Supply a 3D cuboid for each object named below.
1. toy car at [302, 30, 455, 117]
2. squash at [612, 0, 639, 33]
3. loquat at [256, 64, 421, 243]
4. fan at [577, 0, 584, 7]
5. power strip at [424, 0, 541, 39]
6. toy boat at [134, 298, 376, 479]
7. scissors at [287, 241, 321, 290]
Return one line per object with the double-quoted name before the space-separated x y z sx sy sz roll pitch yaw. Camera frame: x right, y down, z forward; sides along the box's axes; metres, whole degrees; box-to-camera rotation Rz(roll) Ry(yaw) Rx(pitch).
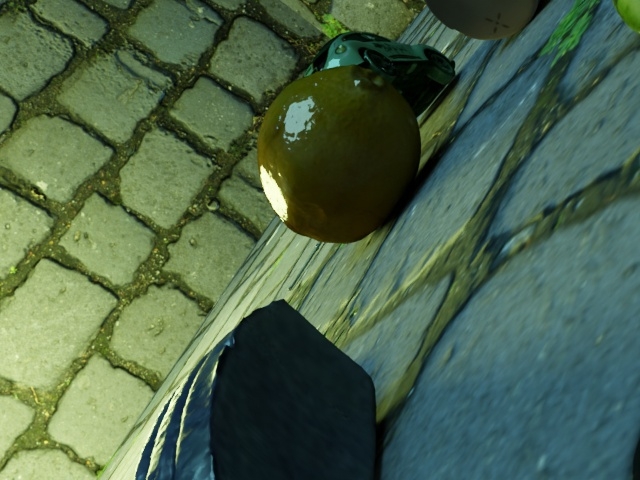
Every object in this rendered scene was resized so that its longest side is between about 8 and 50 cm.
"toy car" 0.068 -0.219 1.331 0.136 0.125 0.306 -50 -17 31
"squash" 0.221 -0.223 0.557 0.219 0.041 0.219 -170 90 -80
"loquat" 0.019 -0.095 1.135 0.176 0.187 0.234 -15 -33 -41
"fan" 0.269 -0.245 0.893 0.080 0.003 0.060 -51 6 19
"power strip" 0.198 -0.322 1.152 0.078 0.154 0.154 -59 8 -35
"toy boat" -0.034 0.130 0.552 0.078 0.127 0.283 -45 7 17
"scissors" 0.000 0.000 1.517 0.189 0.015 0.100 -56 9 -12
